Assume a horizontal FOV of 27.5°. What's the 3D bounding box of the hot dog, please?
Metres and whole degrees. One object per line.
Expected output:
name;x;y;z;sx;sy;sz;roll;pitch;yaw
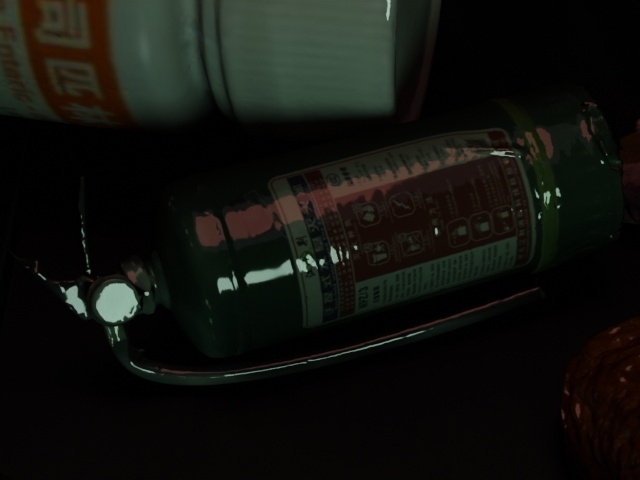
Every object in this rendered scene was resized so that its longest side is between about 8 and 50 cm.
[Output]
hot dog;0.160;0.078;0.545;0.099;0.065;0.147;-13;16;-13

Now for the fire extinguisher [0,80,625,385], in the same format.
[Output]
fire extinguisher;0.000;0.000;0.633;0.294;0.118;0.093;-15;9;-14

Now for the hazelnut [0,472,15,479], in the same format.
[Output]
hazelnut;-0.174;0.147;0.398;0.233;0.218;0.218;-11;43;-10

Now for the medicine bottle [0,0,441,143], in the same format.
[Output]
medicine bottle;-0.122;-0.167;0.735;0.371;0.211;0.211;8;44;11

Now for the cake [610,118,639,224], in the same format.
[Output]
cake;0.280;-0.046;0.641;0.295;0.113;0.116;5;36;38
